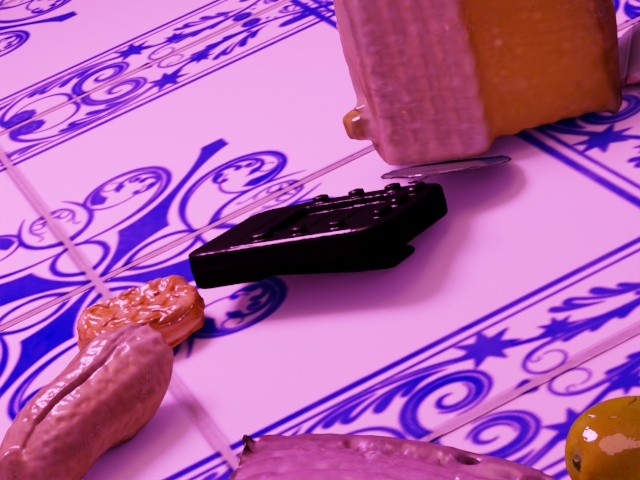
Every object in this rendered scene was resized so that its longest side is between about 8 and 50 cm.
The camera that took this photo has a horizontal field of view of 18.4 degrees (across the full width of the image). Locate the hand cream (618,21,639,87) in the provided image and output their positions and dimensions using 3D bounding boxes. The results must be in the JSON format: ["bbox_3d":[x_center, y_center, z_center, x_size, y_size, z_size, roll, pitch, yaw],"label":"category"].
[{"bbox_3d":[0.419,-0.211,1.750,0.341,0.078,0.124,-20,24,22],"label":"hand cream"}]

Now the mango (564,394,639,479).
[{"bbox_3d":[0.204,0.126,1.219,0.108,0.056,0.073,-20,30,-4],"label":"mango"}]

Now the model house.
[{"bbox_3d":[0.123,-0.179,1.732,0.234,0.193,0.175,-21,27,-11],"label":"model house"}]

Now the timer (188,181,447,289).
[{"bbox_3d":[0.000,0.000,1.633,0.187,0.055,0.144,-9,12,29],"label":"timer"}]

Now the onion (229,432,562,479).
[{"bbox_3d":[0.050,0.213,1.123,0.247,0.111,0.250,8,20,8],"label":"onion"}]

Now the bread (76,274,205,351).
[{"bbox_3d":[-0.147,0.069,1.628,0.111,0.044,0.083,-24,26,-11],"label":"bread"}]

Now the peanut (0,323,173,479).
[{"bbox_3d":[-0.176,0.132,1.489,0.080,0.080,0.174,7,42,46],"label":"peanut"}]

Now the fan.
[{"bbox_3d":[0.099,-0.058,1.663,0.113,0.005,0.175,-6,5,17],"label":"fan"}]
